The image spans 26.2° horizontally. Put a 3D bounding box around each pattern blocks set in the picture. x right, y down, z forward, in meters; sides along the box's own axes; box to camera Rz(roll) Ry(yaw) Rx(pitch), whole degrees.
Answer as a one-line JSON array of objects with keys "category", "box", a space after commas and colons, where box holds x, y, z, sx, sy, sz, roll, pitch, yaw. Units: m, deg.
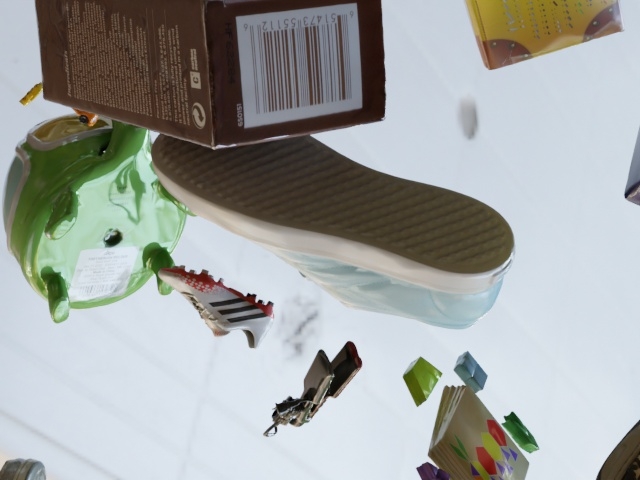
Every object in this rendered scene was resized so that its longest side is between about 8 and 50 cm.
[{"category": "pattern blocks set", "box": [0.194, 0.267, 1.697, 0.285, 0.026, 0.325, 55, 25, 3]}]

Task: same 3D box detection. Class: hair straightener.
[{"category": "hair straightener", "box": [-0.028, 0.195, 1.731, 0.089, 0.230, 0.047, -13, 70, -29]}]

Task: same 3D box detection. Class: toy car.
[{"category": "toy car", "box": [-0.283, -0.157, 1.556, 0.060, 0.040, 0.122, 53, 21, 1]}]

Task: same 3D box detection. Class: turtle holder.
[{"category": "turtle holder", "box": [-0.312, -0.072, 1.802, 0.243, 0.227, 0.320, -28, 140, -14]}]

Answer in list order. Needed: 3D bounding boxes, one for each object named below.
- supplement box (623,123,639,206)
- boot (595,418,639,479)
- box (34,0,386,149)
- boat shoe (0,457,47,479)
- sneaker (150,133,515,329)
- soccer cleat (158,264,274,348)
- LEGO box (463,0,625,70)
[{"category": "supplement box", "box": [0.465, -0.086, 1.137, 0.194, 0.356, 0.195, 115, -2, -53]}, {"category": "boot", "box": [0.540, 0.244, 1.674, 0.377, 0.284, 0.138, -45, 121, -10]}, {"category": "box", "box": [-0.119, -0.191, 1.347, 0.191, 0.381, 0.143, -12, 106, -32]}, {"category": "boat shoe", "box": [-0.413, 0.393, 1.630, 0.118, 0.103, 0.320, -59, 173, -73]}, {"category": "sneaker", "box": [0.000, 0.000, 1.334, 0.135, 0.365, 0.150, -56, 162, -39]}, {"category": "soccer cleat", "box": [-0.068, 0.042, 0.877, 0.083, 0.029, 0.036, 26, 78, -23]}, {"category": "LEGO box", "box": [0.215, -0.529, 1.726, 0.500, 0.193, 0.373, 66, 11, -47]}]
